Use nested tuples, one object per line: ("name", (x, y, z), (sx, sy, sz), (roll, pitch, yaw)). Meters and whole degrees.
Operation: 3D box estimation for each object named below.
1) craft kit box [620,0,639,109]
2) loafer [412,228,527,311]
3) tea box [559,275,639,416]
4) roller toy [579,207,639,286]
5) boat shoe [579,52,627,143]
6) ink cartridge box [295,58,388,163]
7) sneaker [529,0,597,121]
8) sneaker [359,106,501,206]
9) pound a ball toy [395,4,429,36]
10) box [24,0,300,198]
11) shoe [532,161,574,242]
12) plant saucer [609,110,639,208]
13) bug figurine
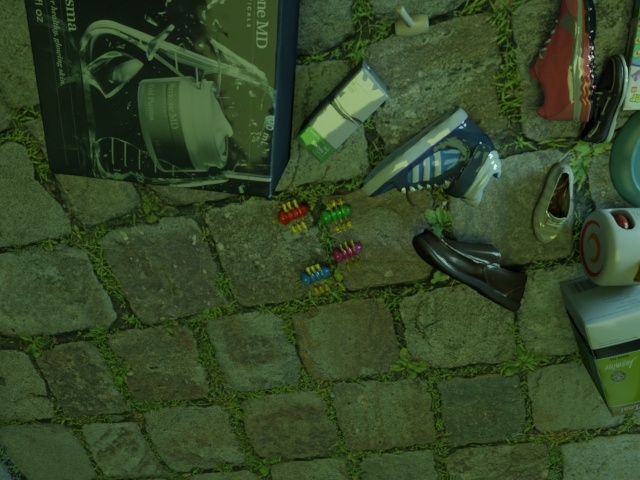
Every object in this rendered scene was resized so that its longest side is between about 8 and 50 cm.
("craft kit box", (0.801, -0.411, 1.105), (0.249, 0.061, 0.247), (2, 113, 13))
("loafer", (0.407, 0.056, 1.375), (0.365, 0.134, 0.130), (30, 92, -19))
("tea box", (0.863, 0.242, 1.347), (0.328, 0.220, 0.324), (-20, 111, 15))
("roller toy", (0.750, 0.015, 1.263), (0.146, 0.209, 0.191), (-2, 83, 6))
("boat shoe", (0.650, -0.323, 1.181), (0.064, 0.075, 0.206), (-2, 120, 4))
("ink cartridge box", (0.052, -0.307, 1.205), (0.092, 0.160, 0.219), (42, 113, -15))
("sneaker", (0.530, -0.415, 1.130), (0.136, 0.116, 0.314), (1, 109, 33))
("sneaker", (0.288, -0.146, 1.272), (0.322, 0.130, 0.236), (-37, 103, 15))
("pound a ball toy", (0.208, -0.548, 1.012), (0.135, 0.319, 0.208), (-5, 99, 9))
("box", (-0.295, -0.378, 1.059), (0.471, 0.297, 0.481), (6, 116, 1))
("shoe", (0.596, -0.088, 1.306), (0.076, 0.058, 0.219), (3, 116, 5))
("plant saucer", (0.873, -0.206, 1.230), (0.317, 0.044, 0.318), (2, 115, 5))
("bug figurine", (0.000, 0.000, 1.407), (0.216, 0.072, 0.279), (-16, 108, 7))
